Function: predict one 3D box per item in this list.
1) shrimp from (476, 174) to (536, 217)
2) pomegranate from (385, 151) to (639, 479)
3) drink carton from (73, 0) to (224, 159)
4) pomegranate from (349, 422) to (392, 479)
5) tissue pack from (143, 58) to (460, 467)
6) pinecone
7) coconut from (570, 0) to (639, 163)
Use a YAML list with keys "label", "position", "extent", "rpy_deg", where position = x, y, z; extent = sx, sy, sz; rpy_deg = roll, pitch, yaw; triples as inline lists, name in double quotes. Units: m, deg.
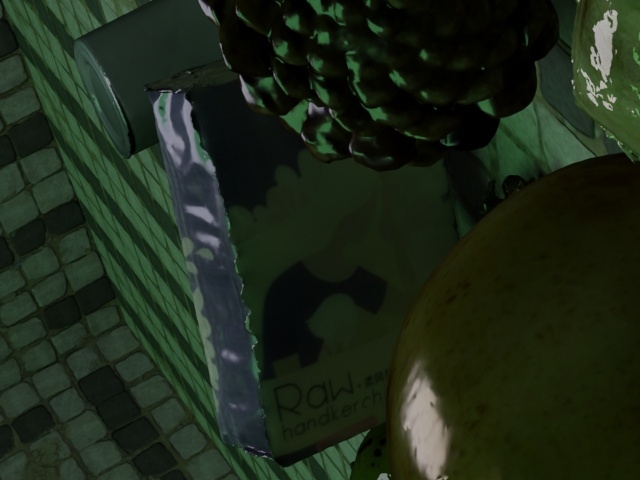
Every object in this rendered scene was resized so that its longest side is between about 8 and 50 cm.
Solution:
- label: "shrimp"
  position: [0.183, 0.037, 1.579]
  extent: [0.154, 0.062, 0.294]
  rpy_deg: [40, 164, 30]
- label: "pomegranate"
  position: [0.205, 0.154, 1.051]
  extent: [0.416, 0.417, 0.416]
  rpy_deg: [55, 165, 22]
- label: "drink carton"
  position: [-0.163, -0.202, 2.057]
  extent: [0.185, 0.190, 0.191]
  rpy_deg: [66, 166, 1]
- label: "pomegranate"
  position: [0.142, 0.275, 1.980]
  extent: [0.248, 0.202, 0.202]
  rpy_deg: [16, 144, 25]
- label: "tissue pack"
  position: [0.000, 0.000, 1.615]
  extent: [0.125, 0.242, 0.343]
  rpy_deg: [8, 114, 56]
- label: "pinecone"
  position: [0.042, -0.163, 1.299]
  extent: [0.264, 0.264, 0.264]
  rpy_deg: [55, 165, 22]
- label: "coconut"
  position: [0.215, -0.110, 0.929]
  extent: [0.194, 0.194, 0.194]
  rpy_deg: [55, 165, 22]
